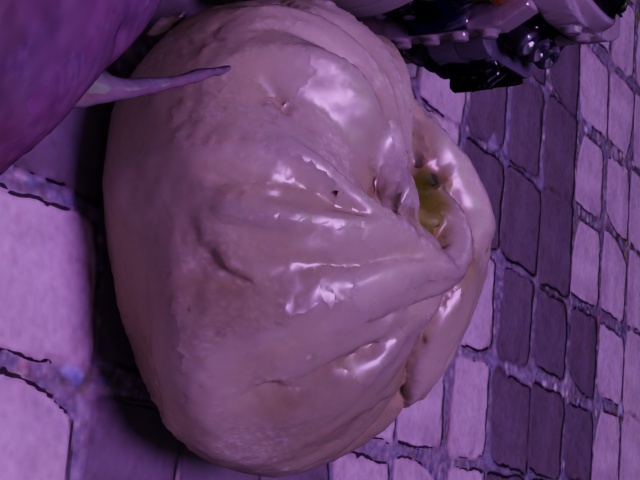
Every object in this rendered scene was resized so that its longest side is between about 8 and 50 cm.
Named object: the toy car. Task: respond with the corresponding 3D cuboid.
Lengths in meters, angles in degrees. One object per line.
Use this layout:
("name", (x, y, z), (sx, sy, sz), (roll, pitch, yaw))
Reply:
("toy car", (0.069, -0.159, 0.827), (0.301, 0.193, 0.118), (20, 70, -60))

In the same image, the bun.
("bun", (0.000, 0.000, 0.730), (0.259, 0.160, 0.259), (-1, 91, -60))

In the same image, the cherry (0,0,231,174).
("cherry", (-0.147, -0.109, 0.452), (0.266, 0.183, 0.213), (53, 33, -23))
